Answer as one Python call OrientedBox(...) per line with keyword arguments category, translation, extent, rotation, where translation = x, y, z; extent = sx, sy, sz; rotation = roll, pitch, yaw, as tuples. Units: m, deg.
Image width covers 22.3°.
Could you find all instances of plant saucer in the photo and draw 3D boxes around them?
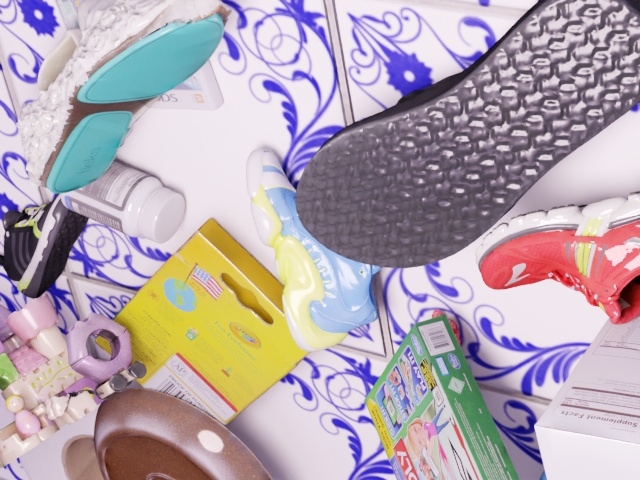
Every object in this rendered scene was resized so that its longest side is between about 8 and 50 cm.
OrientedBox(category="plant saucer", translation=(-0.185, 0.328, 2.159), extent=(0.311, 0.050, 0.310), rotation=(23, 137, 23))

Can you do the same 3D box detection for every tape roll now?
OrientedBox(category="tape roll", translation=(-0.268, 0.340, 2.334), extent=(0.392, 0.072, 0.392), rotation=(21, 135, 22))

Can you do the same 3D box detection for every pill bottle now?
OrientedBox(category="pill bottle", translation=(-0.238, -0.050, 1.963), extent=(0.137, 0.078, 0.078), rotation=(24, 136, 21))

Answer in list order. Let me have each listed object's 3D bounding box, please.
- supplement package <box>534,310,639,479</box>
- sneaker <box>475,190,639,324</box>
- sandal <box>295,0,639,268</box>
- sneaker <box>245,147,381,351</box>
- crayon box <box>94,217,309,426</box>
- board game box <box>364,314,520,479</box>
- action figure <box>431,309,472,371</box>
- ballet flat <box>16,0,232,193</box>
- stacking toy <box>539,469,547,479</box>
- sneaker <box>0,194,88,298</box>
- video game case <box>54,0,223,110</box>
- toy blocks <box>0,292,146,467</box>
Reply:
OrientedBox(category="supplement package", translation=(0.362, 0.183, 1.548), extent=(0.198, 0.262, 0.199), rotation=(7, 128, 34))
OrientedBox(category="sneaker", translation=(0.265, 0.025, 1.567), extent=(0.279, 0.107, 0.118), rotation=(-14, 75, 42))
OrientedBox(category="sandal", translation=(0.161, -0.107, 1.597), extent=(0.446, 0.107, 0.167), rotation=(-32, 101, 36))
OrientedBox(category="sneaker", translation=(0.000, 0.000, 1.833), extent=(0.126, 0.091, 0.240), rotation=(-16, 100, 5))
OrientedBox(category="crayon box", translation=(-0.129, 0.107, 2.012), extent=(0.202, 0.081, 0.318), rotation=(45, 140, -3))
OrientedBox(category="board game box", translation=(0.152, 0.271, 1.811), extent=(0.317, 0.046, 0.213), rotation=(67, 155, 23))
OrientedBox(category="action figure", translation=(0.148, 0.127, 1.853), extent=(0.038, 0.030, 0.115), rotation=(6, 126, 41))
OrientedBox(category="ballet flat", translation=(-0.242, -0.190, 1.779), extent=(0.147, 0.147, 0.409), rotation=(46, 139, -4))
OrientedBox(category="stacking toy", translation=(0.380, 0.345, 1.788), extent=(0.302, 0.166, 0.175), rotation=(-2, 115, 22))
OrientedBox(category="sneaker", translation=(-0.375, -0.006, 2.106), extent=(0.097, 0.084, 0.234), rotation=(40, 140, 4))
OrientedBox(category="video game case", translation=(-0.214, -0.237, 1.824), extent=(0.183, 0.023, 0.201), rotation=(5, 127, 36))
OrientedBox(category="toy blocks", translation=(-0.435, 0.155, 2.050), extent=(0.260, 0.288, 0.309), rotation=(58, 149, 0))
